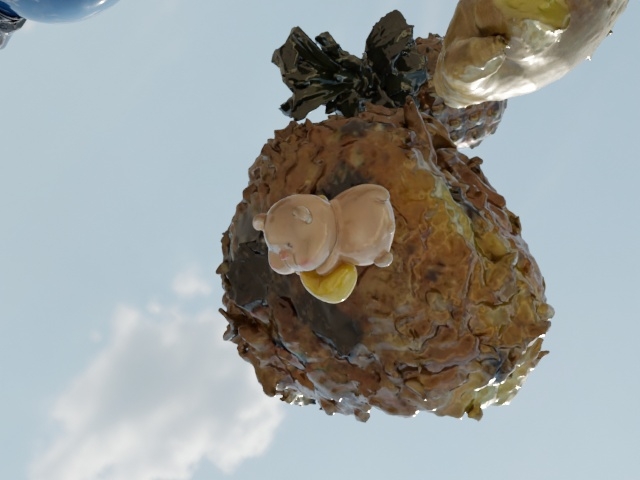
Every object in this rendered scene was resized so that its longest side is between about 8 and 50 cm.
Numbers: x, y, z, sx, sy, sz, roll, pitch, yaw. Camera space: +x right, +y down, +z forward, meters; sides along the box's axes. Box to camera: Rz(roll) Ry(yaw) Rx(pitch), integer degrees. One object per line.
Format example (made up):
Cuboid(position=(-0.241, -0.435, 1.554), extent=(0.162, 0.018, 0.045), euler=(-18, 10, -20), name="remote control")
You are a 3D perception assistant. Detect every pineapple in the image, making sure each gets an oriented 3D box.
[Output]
Cuboid(position=(0.083, -0.191, 1.691), extent=(0.141, 0.310, 0.170), euler=(55, -52, 38), name="pineapple")

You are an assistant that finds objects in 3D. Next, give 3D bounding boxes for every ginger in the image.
Cuboid(position=(0.169, -0.181, 1.064), extent=(0.216, 0.102, 0.157), euler=(-42, 166, -5), name="ginger")

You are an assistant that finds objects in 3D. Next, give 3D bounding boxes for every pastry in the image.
Cuboid(position=(0.048, 0.023, 1.533), extent=(0.292, 0.338, 0.405), euler=(-19, -169, -33), name="pastry")

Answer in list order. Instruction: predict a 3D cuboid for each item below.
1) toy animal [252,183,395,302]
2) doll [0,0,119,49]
Cuboid(position=(0.000, 0.000, 1.125), extent=(0.114, 0.082, 0.091), euler=(-9, -106, 41), name="toy animal")
Cuboid(position=(-0.327, -0.332, 1.554), extent=(0.310, 0.240, 0.284), euler=(-32, -175, 23), name="doll")
